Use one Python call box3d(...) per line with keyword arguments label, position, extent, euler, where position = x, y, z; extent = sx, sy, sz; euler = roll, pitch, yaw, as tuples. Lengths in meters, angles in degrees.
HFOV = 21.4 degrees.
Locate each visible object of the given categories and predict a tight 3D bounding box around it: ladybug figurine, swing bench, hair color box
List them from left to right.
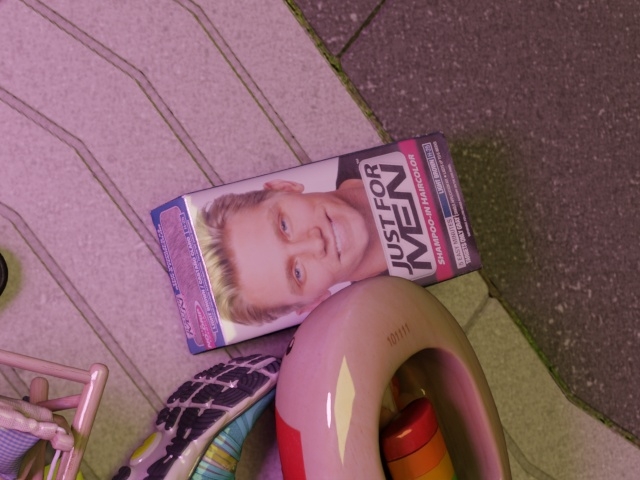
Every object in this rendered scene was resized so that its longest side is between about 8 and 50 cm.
box3d(label="swing bench", position=(-0.356, 0.215, 1.538), extent=(0.253, 0.165, 0.255), euler=(17, 72, -29))
box3d(label="hair color box", position=(0.000, 0.000, 1.918), extent=(0.347, 0.105, 0.174), euler=(-16, 89, -28))
box3d(label="ladybug figurine", position=(0.075, 0.253, 1.843), extent=(0.305, 0.162, 0.449), euler=(-34, 113, -47))

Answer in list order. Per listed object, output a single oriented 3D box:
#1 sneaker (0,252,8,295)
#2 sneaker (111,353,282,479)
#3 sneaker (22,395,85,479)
box3d(label="sneaker", position=(-0.404, 0.040, 1.654), extent=(0.283, 0.124, 0.107), euler=(-7, 78, -48))
box3d(label="sneaker", position=(-0.131, 0.236, 1.829), extent=(0.275, 0.107, 0.110), euler=(-50, 124, -20))
box3d(label="sneaker", position=(-0.387, 0.249, 1.684), extent=(0.300, 0.111, 0.121), euler=(-18, 81, -35))
